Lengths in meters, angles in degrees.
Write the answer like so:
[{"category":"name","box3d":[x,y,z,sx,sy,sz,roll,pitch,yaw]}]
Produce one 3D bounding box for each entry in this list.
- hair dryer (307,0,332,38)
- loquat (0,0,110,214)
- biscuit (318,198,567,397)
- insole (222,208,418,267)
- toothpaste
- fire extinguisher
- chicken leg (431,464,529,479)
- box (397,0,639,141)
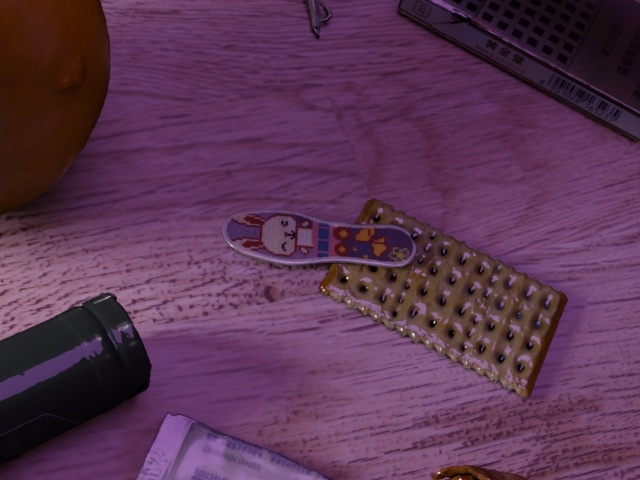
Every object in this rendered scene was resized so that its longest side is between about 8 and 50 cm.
[{"category":"hair dryer","box3d":[-0.049,-0.338,1.326,0.167,0.067,0.199,15,70,5]},{"category":"loquat","box3d":[-0.335,-0.150,0.943,0.329,0.328,0.359,-1,40,-15]},{"category":"biscuit","box3d":[0.127,0.052,1.135,0.231,0.016,0.139,27,57,4]},{"category":"insole","box3d":[0.000,0.000,1.126,0.197,0.004,0.065,6,56,-3]},{"category":"toothpaste","box3d":[-0.021,0.238,0.955,0.283,0.068,0.099,20,28,6]},{"category":"fire extinguisher","box3d":[-0.288,0.147,0.909,0.311,0.114,0.095,-25,112,-26]},{"category":"chicken leg","box3d":[0.211,0.279,0.908,0.409,0.182,0.295,-31,83,-40]},{"category":"box","box3d":[0.272,-0.263,1.353,0.325,0.047,0.180,30,55,4]}]
